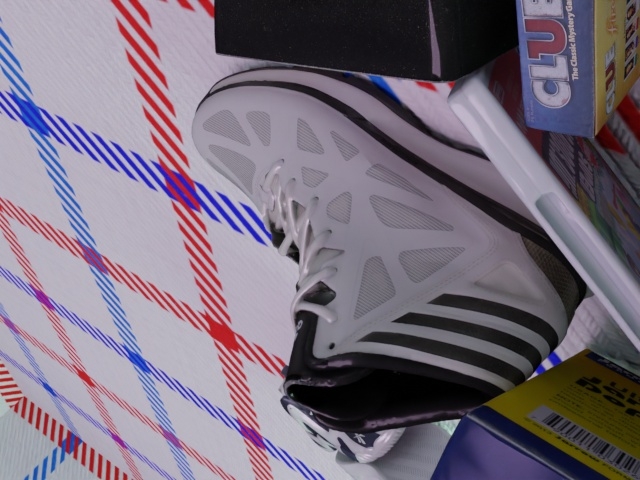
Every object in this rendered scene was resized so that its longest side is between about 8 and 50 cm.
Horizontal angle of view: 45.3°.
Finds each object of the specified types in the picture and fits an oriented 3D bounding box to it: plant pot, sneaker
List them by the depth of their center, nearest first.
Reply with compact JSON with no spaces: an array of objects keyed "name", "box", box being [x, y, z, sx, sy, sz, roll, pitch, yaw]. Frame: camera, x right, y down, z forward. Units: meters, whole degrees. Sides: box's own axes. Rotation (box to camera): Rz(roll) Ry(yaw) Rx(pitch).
[{"name":"plant pot","box":[0.048,-0.214,0.478,0.187,0.188,0.167,17,126,37]},{"name":"sneaker","box":[0.000,-0.001,0.688,0.447,0.257,0.169,27,144,27]},{"name":"sneaker","box":[0.151,0.349,1.080,0.169,0.108,0.292,49,158,-10]},{"name":"sneaker","box":[0.015,0.229,1.091,0.153,0.094,0.235,42,159,-13]}]

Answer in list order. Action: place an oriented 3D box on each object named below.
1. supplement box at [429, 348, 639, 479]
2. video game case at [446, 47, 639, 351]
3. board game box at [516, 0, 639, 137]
[{"name":"supplement box","box":[0.212,0.228,0.583,0.195,0.356,0.194,29,104,27]},{"name":"video game case","box":[0.192,-0.015,0.524,0.025,0.204,0.285,-35,100,27]},{"name":"board game box","box":[0.149,-0.198,0.381,0.042,0.165,0.243,18,139,36]}]
